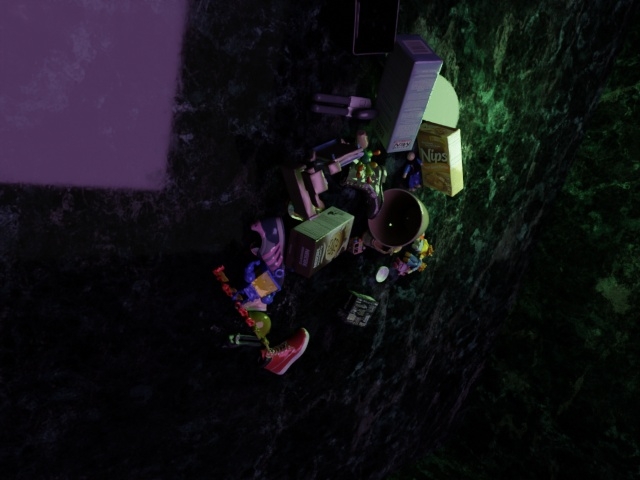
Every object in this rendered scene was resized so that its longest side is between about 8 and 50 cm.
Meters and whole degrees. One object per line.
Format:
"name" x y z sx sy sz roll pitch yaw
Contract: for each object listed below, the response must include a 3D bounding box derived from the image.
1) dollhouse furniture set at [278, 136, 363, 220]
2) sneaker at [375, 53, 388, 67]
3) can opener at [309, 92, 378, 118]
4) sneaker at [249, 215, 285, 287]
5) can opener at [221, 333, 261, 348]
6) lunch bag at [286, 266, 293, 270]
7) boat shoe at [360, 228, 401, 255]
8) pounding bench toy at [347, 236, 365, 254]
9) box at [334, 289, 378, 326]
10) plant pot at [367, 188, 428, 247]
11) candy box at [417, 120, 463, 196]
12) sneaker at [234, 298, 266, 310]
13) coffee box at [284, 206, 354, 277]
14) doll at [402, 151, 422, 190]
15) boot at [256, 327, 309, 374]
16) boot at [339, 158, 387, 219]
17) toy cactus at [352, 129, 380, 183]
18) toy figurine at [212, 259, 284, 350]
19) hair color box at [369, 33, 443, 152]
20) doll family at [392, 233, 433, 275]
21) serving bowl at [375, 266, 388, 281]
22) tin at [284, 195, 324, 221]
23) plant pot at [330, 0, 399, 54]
"dollhouse furniture set" 0.053 -0.225 1.598 0.303 0.286 0.198 -28 118 -19
"sneaker" 0.322 -0.678 1.705 0.112 0.131 0.296 -54 134 0
"can opener" 0.097 -0.497 1.640 0.283 0.095 0.076 -7 117 -38
"sneaker" -0.207 0.051 1.707 0.131 0.112 0.319 -7 119 -14
"can opener" -0.320 0.416 1.841 0.186 0.073 0.059 9 69 -46
"lunch bag" -0.103 0.083 1.818 0.065 0.067 0.098 15 104 -43
"boat shoe" 0.308 0.018 2.111 0.285 0.089 0.105 10 106 -43
"pounding bench toy" 0.171 0.015 2.021 0.083 0.052 0.065 -15 122 -34
"box" 0.181 0.339 2.193 0.180 0.077 0.147 21 99 -44
"plant pot" 0.393 -0.100 2.035 0.274 0.256 0.257 -2 116 -57
"candy box" 0.548 -0.374 2.027 0.087 0.183 0.317 -37 132 -20
"sneaker" -0.278 0.246 1.779 0.134 0.051 0.070 6 91 -31
"coffee box" 0.000 0.000 1.741 0.297 0.118 0.168 -34 143 -50
"doll" 0.425 -0.321 2.051 0.129 0.046 0.189 -33 131 -23
"boot" -0.172 0.479 1.973 0.244 0.088 0.176 -52 134 1
"boot" 0.166 -0.227 1.852 0.229 0.091 0.263 6 92 -41
"toy cactus" 0.172 -0.345 1.704 0.112 0.219 0.180 -4 145 9
"toy figurine" -0.208 0.199 1.648 0.217 0.191 0.363 -35 117 -9
"hair color box" 0.302 -0.532 1.629 0.113 0.185 0.375 -9 143 -17
"doll family" 0.499 0.086 2.290 0.163 0.118 0.263 26 96 -45
"serving bowl" 0.304 0.166 2.236 0.083 0.027 0.083 -20 125 -31
"tin" -0.062 -0.131 1.755 0.189 0.040 0.106 18 105 -45
"plant pot" 0.134 -0.735 1.488 0.187 0.167 0.188 -18 123 -32
